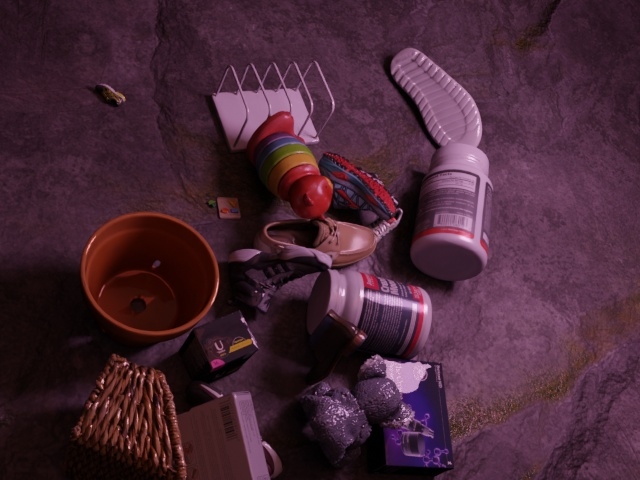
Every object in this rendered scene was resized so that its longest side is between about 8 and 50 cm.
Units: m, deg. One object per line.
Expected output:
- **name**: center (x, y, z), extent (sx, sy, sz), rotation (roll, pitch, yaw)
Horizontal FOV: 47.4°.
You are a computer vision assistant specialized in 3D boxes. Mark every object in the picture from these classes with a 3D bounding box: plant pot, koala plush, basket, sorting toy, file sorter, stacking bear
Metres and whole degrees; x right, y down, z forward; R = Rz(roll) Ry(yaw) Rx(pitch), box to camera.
- **plant pot**: center (-0.392, 0.109, 1.617), extent (0.291, 0.203, 0.291), rotation (11, 59, -19)
- **koala plush**: center (0.086, 0.380, 1.634), extent (0.221, 0.203, 0.196), rotation (-26, 75, -5)
- **basket**: center (-0.354, 0.369, 1.428), extent (0.223, 0.299, 0.213), rotation (24, 54, -7)
- **sorting toy**: center (-0.252, -0.086, 1.906), extent (0.083, 0.012, 0.062), rotation (0, 63, -24)
- **file sorter**: center (-0.132, -0.383, 2.030), extent (0.278, 0.173, 0.193), rotation (-10, 67, -28)
- **stacking bear**: center (-0.066, -0.171, 1.894), extent (0.164, 0.175, 0.289), rotation (-33, 52, -3)

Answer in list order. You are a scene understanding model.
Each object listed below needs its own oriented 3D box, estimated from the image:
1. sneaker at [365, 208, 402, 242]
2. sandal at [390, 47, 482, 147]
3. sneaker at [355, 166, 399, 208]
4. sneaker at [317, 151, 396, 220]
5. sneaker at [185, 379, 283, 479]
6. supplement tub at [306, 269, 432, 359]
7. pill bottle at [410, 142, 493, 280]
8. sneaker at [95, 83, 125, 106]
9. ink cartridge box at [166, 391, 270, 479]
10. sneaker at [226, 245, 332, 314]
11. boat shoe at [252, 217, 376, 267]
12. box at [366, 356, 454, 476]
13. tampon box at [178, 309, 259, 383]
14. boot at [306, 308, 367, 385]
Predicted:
- **sneaker**: center (0.170, -0.041, 2.028), extent (0.161, 0.075, 0.057), rotation (-36, 81, -35)
- **sandal**: center (0.383, -0.450, 2.334), extent (0.416, 0.169, 0.102), rotation (59, 17, 15)
- **sneaker**: center (0.156, -0.156, 2.092), extent (0.178, 0.072, 0.077), rotation (36, 53, -3)
- **sneaker**: center (0.092, -0.129, 2.023), extent (0.262, 0.125, 0.104), rotation (40, 27, 12)
- **sneaker**: center (-0.223, 0.444, 1.565), extent (0.281, 0.106, 0.162), rotation (44, 58, 4)
- **supplement tub**: center (0.120, 0.182, 1.810), extent (0.272, 0.191, 0.191), rotation (15, 58, -16)
- **pill bottle**: center (0.379, -0.086, 2.065), extent (0.210, 0.210, 0.363), rotation (22, 56, -11)
- **sneaker**: center (-0.559, -0.384, 1.927), extent (0.083, 0.031, 0.035), rotation (27, 56, -8)
- **ink cartridge box**: center (-0.219, 0.476, 1.490), extent (0.060, 0.239, 0.275), rotation (12, 57, -56)
- **sneaker**: center (-0.104, 0.101, 1.769), extent (0.269, 0.101, 0.153), rotation (-2, 69, 19)
- **boat shoe**: center (0.000, 0.000, 1.897), extent (0.341, 0.110, 0.121), rotation (-4, 67, -22)
- **box**: center (0.209, 0.427, 1.768), extent (0.184, 0.103, 0.261), rotation (10, 59, -22)
- **tampon box**: center (-0.231, 0.246, 1.634), extent (0.120, 0.161, 0.101), rotation (-21, 74, -31)
- **boot**: center (0.010, 0.250, 1.710), extent (0.106, 0.219, 0.082), rotation (44, 33, 2)
